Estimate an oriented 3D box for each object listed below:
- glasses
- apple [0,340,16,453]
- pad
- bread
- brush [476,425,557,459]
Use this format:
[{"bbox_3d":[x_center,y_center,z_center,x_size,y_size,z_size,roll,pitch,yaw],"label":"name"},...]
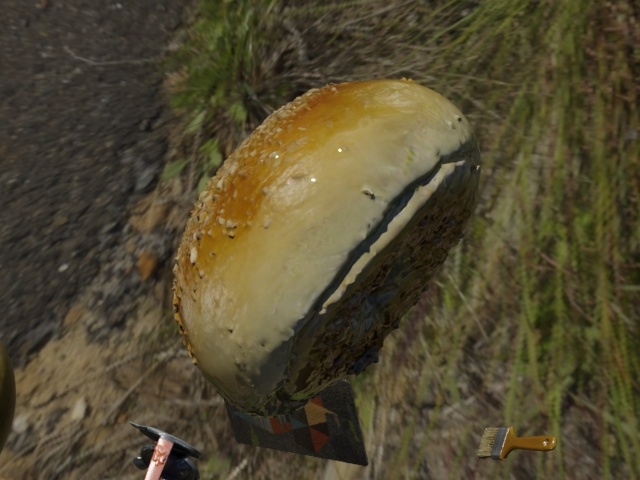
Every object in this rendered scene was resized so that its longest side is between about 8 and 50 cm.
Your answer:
[{"bbox_3d":[-0.266,0.412,1.756,0.118,0.234,0.268,20,62,1],"label":"glasses"},{"bbox_3d":[-0.547,0.236,1.675,0.257,0.257,0.234,-17,91,-1],"label":"apple"},{"bbox_3d":[-0.041,0.230,1.602,0.211,0.003,0.143,4,121,30],"label":"pad"},{"bbox_3d":[0.000,0.000,0.934,0.159,0.305,0.305,35,94,15],"label":"bread"},{"bbox_3d":[0.235,0.242,1.438,0.014,0.170,0.043,25,73,-16],"label":"brush"}]
